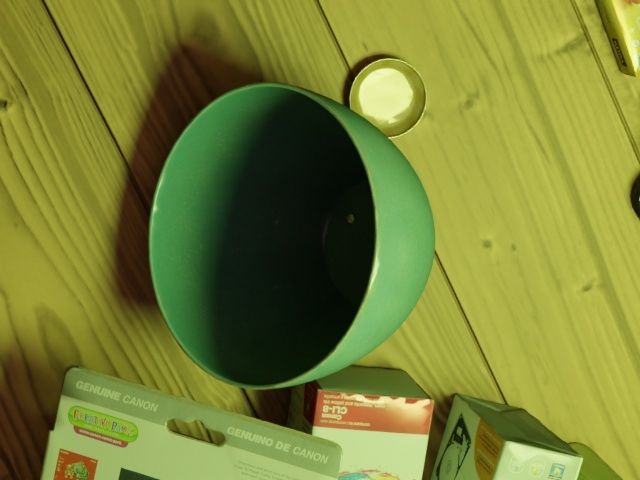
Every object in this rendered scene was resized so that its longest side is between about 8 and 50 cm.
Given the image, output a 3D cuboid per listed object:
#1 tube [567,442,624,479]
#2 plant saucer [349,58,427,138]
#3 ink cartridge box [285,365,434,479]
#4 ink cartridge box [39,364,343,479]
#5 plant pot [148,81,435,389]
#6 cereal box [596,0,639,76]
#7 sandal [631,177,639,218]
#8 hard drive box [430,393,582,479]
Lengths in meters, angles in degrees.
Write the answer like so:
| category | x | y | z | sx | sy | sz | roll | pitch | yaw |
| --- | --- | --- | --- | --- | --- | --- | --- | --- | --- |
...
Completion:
| category | x | y | z | sx | sy | sz | roll | pitch | yaw |
| --- | --- | --- | --- | --- | --- | --- | --- | --- | --- |
| tube | 0.305 | 0.281 | 1.774 | 0.070 | 0.240 | 0.062 | 43 | 92 | -16 |
| plant saucer | 0.069 | -0.149 | 1.756 | 0.083 | 0.015 | 0.083 | -2 | 102 | -12 |
| ink cartridge box | 0.032 | 0.229 | 1.761 | 0.127 | 0.128 | 0.176 | 6 | 99 | -13 |
| ink cartridge box | -0.119 | 0.279 | 1.663 | 0.309 | 0.130 | 0.272 | 15 | 99 | 18 |
| plant pot | 0.000 | 0.000 | 1.661 | 0.195 | 0.290 | 0.290 | 5 | 102 | -51 |
| cereal box | 0.403 | -0.299 | 1.785 | 0.240 | 0.047 | 0.173 | -25 | 105 | -7 |
| sandal | 0.438 | 0.024 | 1.850 | 0.254 | 0.054 | 0.097 | 42 | 90 | -16 |
| hard drive box | 0.175 | 0.302 | 1.780 | 0.089 | 0.181 | 0.232 | 13 | 97 | -14 |
